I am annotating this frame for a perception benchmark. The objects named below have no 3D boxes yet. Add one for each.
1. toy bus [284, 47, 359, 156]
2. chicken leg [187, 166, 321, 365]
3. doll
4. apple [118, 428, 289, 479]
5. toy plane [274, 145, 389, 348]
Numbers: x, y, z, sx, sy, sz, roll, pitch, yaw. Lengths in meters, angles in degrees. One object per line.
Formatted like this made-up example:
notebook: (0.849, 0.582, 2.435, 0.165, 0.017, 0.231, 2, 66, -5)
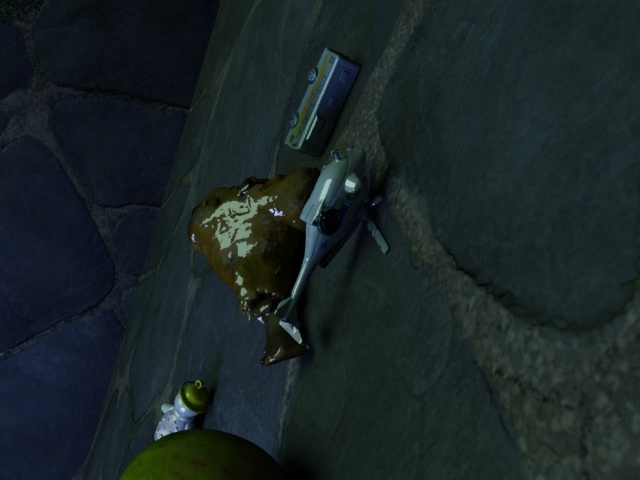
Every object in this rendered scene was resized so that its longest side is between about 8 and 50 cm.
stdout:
toy bus: (0.003, -0.244, 1.049, 0.075, 0.064, 0.191, 45, 117, 50)
chicken leg: (-0.087, 0.013, 0.979, 0.295, 0.182, 0.409, -44, 42, 21)
doll: (-0.298, 0.383, 1.256, 0.129, 0.081, 0.207, 40, 112, 34)
apple: (-0.158, 0.366, 0.742, 0.246, 0.226, 0.246, -62, -2, -5)
toy plane: (-0.007, -0.003, 0.816, 0.273, 0.107, 0.182, -51, 42, 16)
